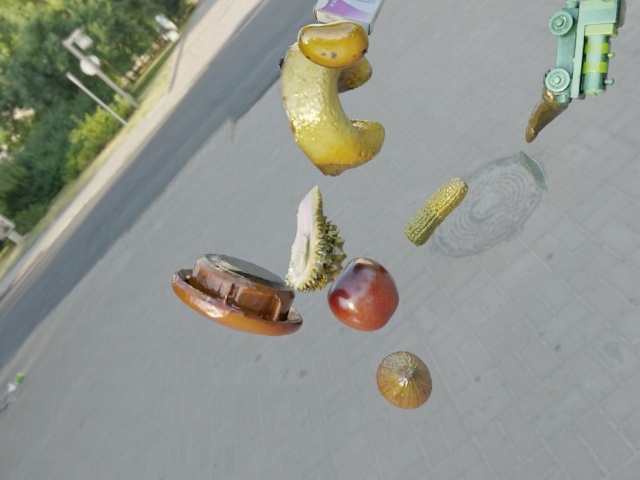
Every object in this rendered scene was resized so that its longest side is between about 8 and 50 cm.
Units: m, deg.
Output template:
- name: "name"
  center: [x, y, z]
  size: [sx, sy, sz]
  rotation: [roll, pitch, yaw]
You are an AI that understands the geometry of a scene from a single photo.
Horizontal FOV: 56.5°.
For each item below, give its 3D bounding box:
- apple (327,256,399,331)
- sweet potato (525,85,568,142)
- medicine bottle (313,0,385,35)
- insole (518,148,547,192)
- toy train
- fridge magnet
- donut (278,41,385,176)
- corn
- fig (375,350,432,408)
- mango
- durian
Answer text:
- name: "apple"
  center: [0.130, 0.166, 1.820]
  size: [0.218, 0.201, 0.218]
  rotation: [-56, 6, 9]
- name: "sweet potato"
  center: [0.781, -0.456, 2.029]
  size: [0.124, 0.098, 0.310]
  rotation: [-33, -19, -11]
- name: "medicine bottle"
  center: [0.096, -0.690, 1.697]
  size: [0.052, 0.171, 0.201]
  rotation: [83, -151, -68]
- name: "insole"
  center: [0.671, -0.226, 1.886]
  size: [0.003, 0.080, 0.232]
  rotation: [-9, 34, -1]
- name: "toy train"
  center: [0.518, -0.371, 1.175]
  size: [0.132, 0.200, 0.083]
  rotation: [8, 15, 36]
- name: "fridge magnet"
  center: [-0.211, 0.143, 1.568]
  size: [0.155, 0.364, 0.364]
  rotation: [-68, 24, 5]
- name: "donut"
  center: [0.047, -0.416, 1.827]
  size: [0.164, 0.434, 0.378]
  rotation: [-6, 9, 32]
- name: "corn"
  center: [0.392, -0.098, 2.024]
  size: [0.291, 0.101, 0.101]
  rotation: [-50, 20, 32]
- name: "fig"
  center: [0.175, 0.266, 1.204]
  size: [0.119, 0.119, 0.153]
  rotation: [-77, -3, -47]
- name: "mango"
  center: [0.033, -0.489, 1.495]
  size: [0.178, 0.115, 0.090]
  rotation: [-8, 40, -1]
- name: "durian"
  center: [0.000, 0.003, 1.188]
  size: [0.078, 0.140, 0.224]
  rotation: [25, 119, 56]
